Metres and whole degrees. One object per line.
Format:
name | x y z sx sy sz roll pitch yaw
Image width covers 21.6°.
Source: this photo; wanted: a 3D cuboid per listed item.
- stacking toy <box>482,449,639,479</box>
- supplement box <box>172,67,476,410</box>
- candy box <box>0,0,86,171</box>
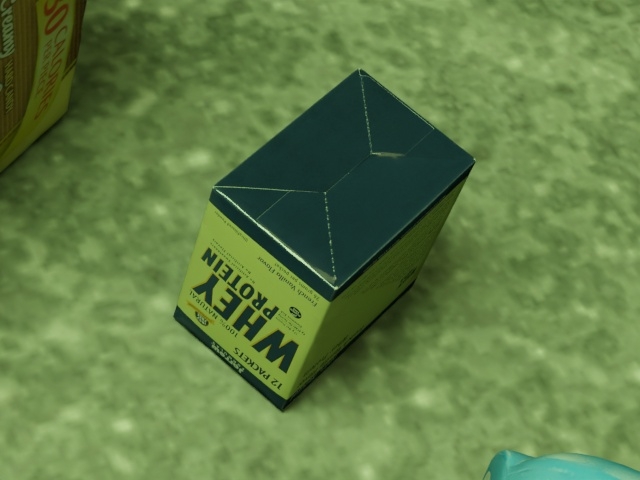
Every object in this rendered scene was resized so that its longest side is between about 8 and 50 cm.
stacking toy | 0.058 0.222 0.444 0.165 0.175 0.302 24 67 9
supplement box | 0.000 0.000 0.602 0.056 0.083 0.083 40 55 13
candy box | -0.193 -0.025 0.503 0.087 0.183 0.316 35 54 9
